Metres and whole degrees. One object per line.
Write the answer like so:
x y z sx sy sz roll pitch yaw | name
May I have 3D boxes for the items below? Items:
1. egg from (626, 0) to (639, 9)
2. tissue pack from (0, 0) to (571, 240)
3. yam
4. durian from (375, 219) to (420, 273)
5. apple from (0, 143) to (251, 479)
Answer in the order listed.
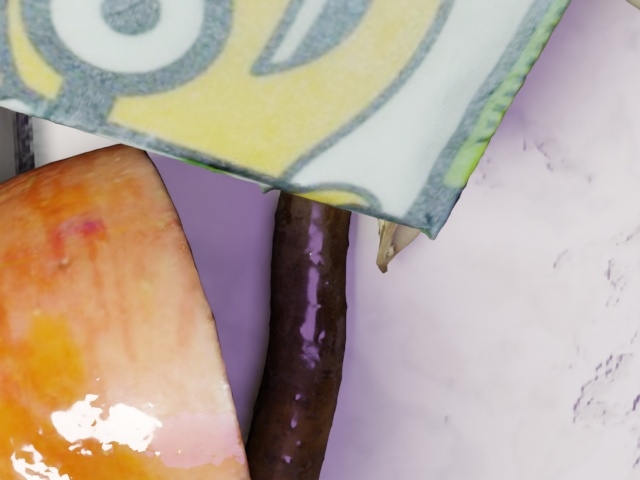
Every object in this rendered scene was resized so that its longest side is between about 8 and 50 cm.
0.207 -0.214 0.775 0.188 0.188 0.254 22 107 -19 | egg
-0.050 -0.150 0.702 0.311 0.128 0.228 16 123 -19 | tissue pack
0.000 0.000 0.880 0.045 0.045 0.327 -2 110 -36 | yam
0.057 -0.045 0.867 0.052 0.066 0.130 14 114 -16 | durian
-0.129 0.115 0.777 0.163 0.251 0.293 -14 113 -13 | apple
